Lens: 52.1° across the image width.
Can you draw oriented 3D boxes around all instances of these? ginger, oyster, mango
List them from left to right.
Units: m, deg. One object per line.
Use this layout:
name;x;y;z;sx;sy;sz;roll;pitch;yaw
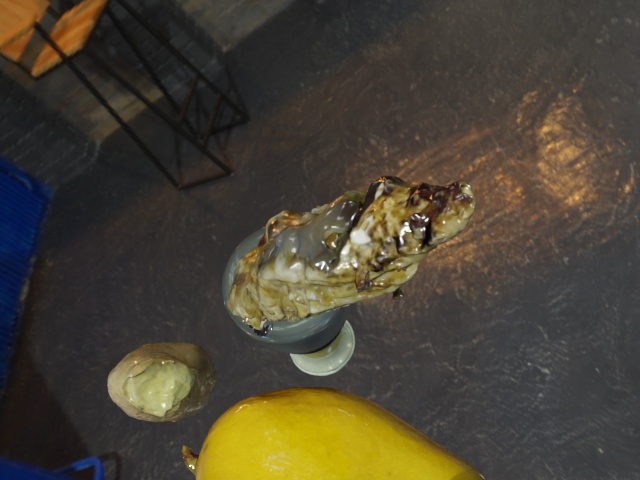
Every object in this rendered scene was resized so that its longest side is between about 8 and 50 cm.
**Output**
ginger;-0.267;0.245;1.126;0.152;0.267;0.138;7;85;11
oyster;-0.001;0.002;0.528;0.129;0.078;0.345;-59;18;-23
mango;0.010;0.232;0.645;0.316;0.119;0.176;9;43;17

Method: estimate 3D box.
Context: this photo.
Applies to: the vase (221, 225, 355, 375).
vase;-0.021;0.113;0.999;0.173;0.321;0.173;-5;65;10
